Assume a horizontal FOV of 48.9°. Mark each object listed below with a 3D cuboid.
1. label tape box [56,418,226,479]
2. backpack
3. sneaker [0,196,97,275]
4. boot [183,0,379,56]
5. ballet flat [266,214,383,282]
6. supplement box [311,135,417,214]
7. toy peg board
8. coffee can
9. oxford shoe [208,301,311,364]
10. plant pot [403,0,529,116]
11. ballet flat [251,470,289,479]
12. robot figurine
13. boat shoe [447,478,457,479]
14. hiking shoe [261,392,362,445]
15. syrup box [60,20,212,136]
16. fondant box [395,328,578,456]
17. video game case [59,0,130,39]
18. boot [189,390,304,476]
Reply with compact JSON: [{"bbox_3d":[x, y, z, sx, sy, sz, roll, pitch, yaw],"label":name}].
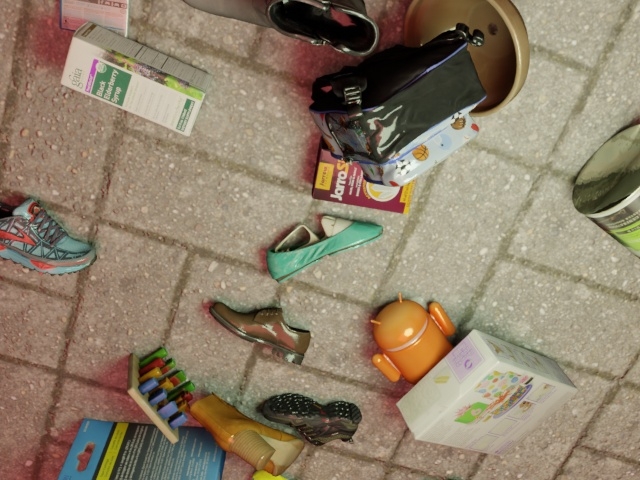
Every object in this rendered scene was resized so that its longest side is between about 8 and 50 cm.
[{"bbox_3d":[-0.389,0.524,1.558,0.333,0.241,0.106,5,117,-2],"label":"label tape box"},{"bbox_3d":[0.118,-0.221,1.182,0.276,0.263,0.213,-30,117,-18],"label":"backpack"},{"bbox_3d":[-0.564,-0.016,1.373,0.261,0.104,0.125,16,113,-8],"label":"sneaker"},{"bbox_3d":[-0.075,-0.387,1.130,0.338,0.223,0.118,7,116,-4],"label":"boot"},{"bbox_3d":[0.000,0.000,1.398,0.247,0.083,0.087,-24,99,9],"label":"ballet flat"},{"bbox_3d":[0.084,-0.124,1.335,0.188,0.081,0.104,9,116,-4],"label":"supplement box"},{"bbox_3d":[-0.333,0.319,1.512,0.079,0.160,0.161,-34,112,-2],"label":"toy peg board"},{"bbox_3d":[0.640,-0.056,1.305,0.275,0.201,0.201,34,111,-15],"label":"coffee can"},{"bbox_3d":[-0.125,0.173,1.491,0.227,0.083,0.096,25,91,-10],"label":"oxford shoe"},{"bbox_3d":[0.263,-0.339,1.191,0.109,0.237,0.237,-38,118,-30],"label":"plant pot"},{"bbox_3d":[-0.064,0.623,1.695,0.231,0.077,0.077,28,112,-13],"label":"ballet flat"},{"bbox_3d":[0.195,0.212,1.474,0.158,0.128,0.219,-26,115,29],"label":"robot figurine"},{"bbox_3d":[0.325,0.610,1.698,0.178,0.064,0.060,-3,118,4],"label":"boat shoe"},{"bbox_3d":[-0.025,0.419,1.593,0.226,0.086,0.114,9,115,-3],"label":"hiking shoe"},{"bbox_3d":[-0.321,-0.284,1.241,0.237,0.096,0.093,21,121,-13],"label":"syrup box"},{"bbox_3d":[0.354,0.329,1.474,0.330,0.096,0.238,23,116,-41],"label":"fondant box"},{"bbox_3d":[-0.389,-0.441,1.218,0.119,0.015,0.166,9,115,-4],"label":"video game case"},{"bbox_3d":[-0.162,0.424,1.580,0.211,0.295,0.104,35,85,23],"label":"boot"}]
